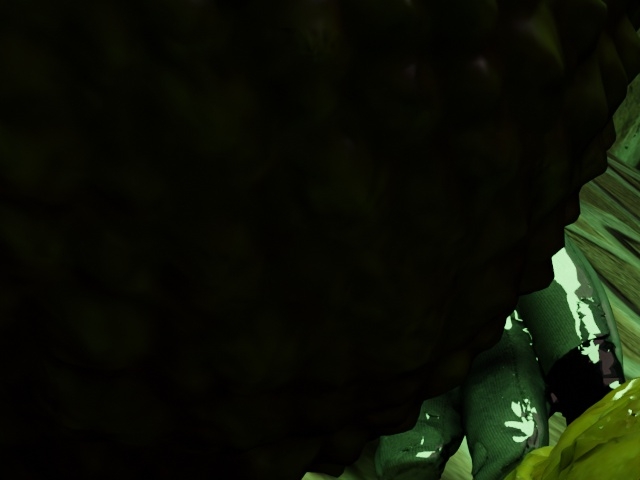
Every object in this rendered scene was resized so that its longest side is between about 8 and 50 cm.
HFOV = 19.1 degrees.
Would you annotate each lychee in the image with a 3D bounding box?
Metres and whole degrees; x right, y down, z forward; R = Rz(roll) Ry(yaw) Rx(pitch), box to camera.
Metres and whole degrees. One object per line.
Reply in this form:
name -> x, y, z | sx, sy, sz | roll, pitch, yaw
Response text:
lychee -> -0.048, -0.056, 0.427 | 0.236, 0.236, 0.271 | 40, -6, 36

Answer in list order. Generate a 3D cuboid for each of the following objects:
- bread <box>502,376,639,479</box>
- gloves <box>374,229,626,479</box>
bread -> 0.129, 0.120, 0.483 | 0.198, 0.120, 0.236 | 30, 10, 2
gloves -> 0.004, -0.005, 0.692 | 0.119, 0.142, 0.285 | -14, 40, -36
